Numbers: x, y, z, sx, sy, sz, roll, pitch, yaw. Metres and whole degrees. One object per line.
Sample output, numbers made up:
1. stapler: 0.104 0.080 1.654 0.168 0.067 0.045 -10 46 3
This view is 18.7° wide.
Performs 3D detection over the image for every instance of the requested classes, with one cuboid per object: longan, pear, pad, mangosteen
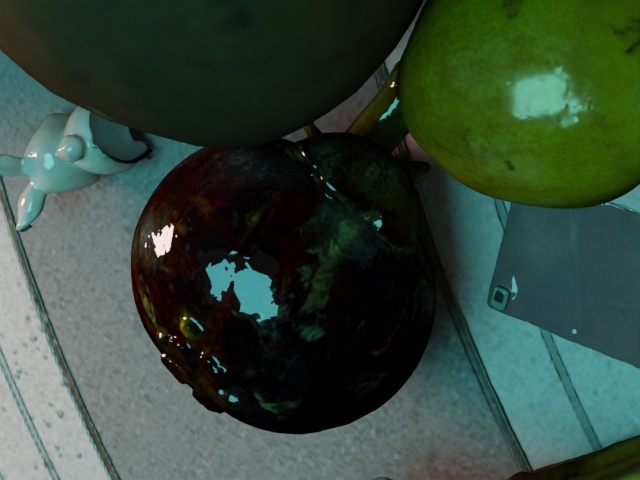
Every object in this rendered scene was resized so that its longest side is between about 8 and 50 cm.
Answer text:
1. longan: -0.086 -0.249 1.243 0.336 0.404 0.404 -3 104 11
2. pear: 0.153 -0.111 1.253 0.200 0.200 0.200 10 110 30
3. pad: 0.209 0.031 1.372 0.188 0.006 0.113 23 115 25
4. mangosteen: 0.000 0.000 1.400 0.231 0.231 0.289 38 81 17

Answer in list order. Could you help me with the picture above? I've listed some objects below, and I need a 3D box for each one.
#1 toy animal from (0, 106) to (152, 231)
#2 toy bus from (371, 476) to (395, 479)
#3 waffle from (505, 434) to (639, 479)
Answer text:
1. toy animal: -0.201 -0.068 1.566 0.124 0.085 0.071 -19 111 41
2. toy bus: 0.088 0.268 1.338 0.271 0.133 0.165 -1 109 40
3. waffle: 0.216 0.258 1.387 0.328 0.098 0.224 -26 89 38
